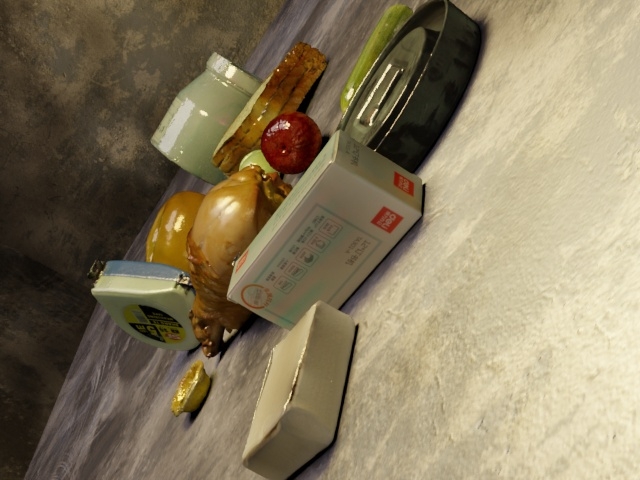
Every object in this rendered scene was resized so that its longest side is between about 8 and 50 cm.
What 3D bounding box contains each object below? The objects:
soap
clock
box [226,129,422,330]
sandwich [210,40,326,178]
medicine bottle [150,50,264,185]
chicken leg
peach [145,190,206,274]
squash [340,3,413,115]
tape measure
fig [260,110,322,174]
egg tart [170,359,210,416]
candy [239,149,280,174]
[{"bbox_3d":[-0.024,0.172,1.167,0.121,0.063,0.183,-49,17,41],"label":"soap"},{"bbox_3d":[0.107,-0.189,1.420,0.319,0.066,0.319,-54,16,23],"label":"clock"},{"bbox_3d":[0.000,0.000,1.272,0.269,0.135,0.079,-51,17,34],"label":"box"},{"bbox_3d":[-0.125,-0.291,2.329,0.301,0.099,0.271,-35,24,59],"label":"sandwich"},{"bbox_3d":[-0.262,-0.312,2.605,0.290,0.245,0.245,-56,14,8],"label":"medicine bottle"},{"bbox_3d":[-0.118,0.028,1.671,0.295,0.181,0.409,-62,-5,-47],"label":"chicken leg"},{"bbox_3d":[-0.336,0.000,2.451,0.251,0.153,0.251,-167,90,-76],"label":"peach"},{"bbox_3d":[0.094,-0.295,1.680,0.229,0.066,0.066,-64,14,-20],"label":"squash"},{"bbox_3d":[-0.250,0.124,1.931,0.351,0.215,0.098,5,53,25],"label":"tape measure"},{"bbox_3d":[-0.040,-0.174,1.894,0.119,0.153,0.119,-9,73,30],"label":"fig"},{"bbox_3d":[-0.218,0.256,1.727,0.105,0.039,0.105,-55,15,22],"label":"egg tart"},{"bbox_3d":[-0.132,-0.151,2.207,0.092,0.093,0.335,-17,6,-1],"label":"candy"}]
